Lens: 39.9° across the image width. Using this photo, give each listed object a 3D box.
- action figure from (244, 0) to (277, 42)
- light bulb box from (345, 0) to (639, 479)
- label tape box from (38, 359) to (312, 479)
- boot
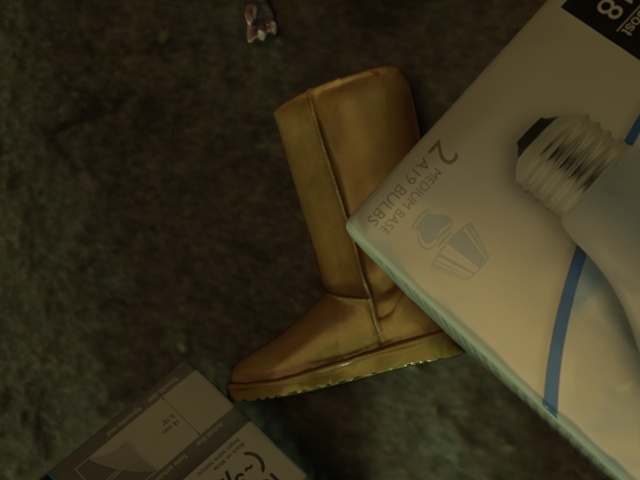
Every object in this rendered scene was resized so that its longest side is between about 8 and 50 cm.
[{"bbox_3d":[-0.069,-0.342,0.800,0.370,0.248,0.276,12,89,22],"label":"action figure"},{"bbox_3d":[0.280,0.002,0.592,0.361,0.225,0.358,42,91,22],"label":"light bulb box"},{"bbox_3d":[-0.087,0.298,0.735,0.333,0.106,0.240,40,58,17],"label":"label tape box"},{"bbox_3d":[0.000,0.000,0.826,0.236,0.089,0.270,-15,79,9],"label":"boot"}]
